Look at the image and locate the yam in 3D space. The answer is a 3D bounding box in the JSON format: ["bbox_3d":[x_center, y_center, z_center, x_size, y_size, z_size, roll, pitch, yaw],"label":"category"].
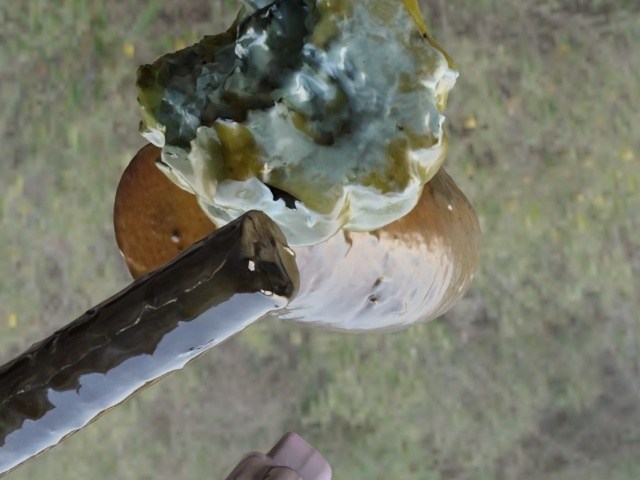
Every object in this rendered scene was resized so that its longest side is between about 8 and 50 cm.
[{"bbox_3d":[-0.145,0.082,0.642,0.327,0.045,0.045,-30,139,21],"label":"yam"}]

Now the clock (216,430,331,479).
[{"bbox_3d":[-0.115,0.335,1.695,0.113,0.322,0.295,42,113,0],"label":"clock"}]

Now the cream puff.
[{"bbox_3d":[-0.013,-0.066,0.854,0.156,0.156,0.121,-26,128,31],"label":"cream puff"}]

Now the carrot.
[{"bbox_3d":[0.000,0.000,1.159,0.139,0.138,0.302,-30,162,35],"label":"carrot"}]
